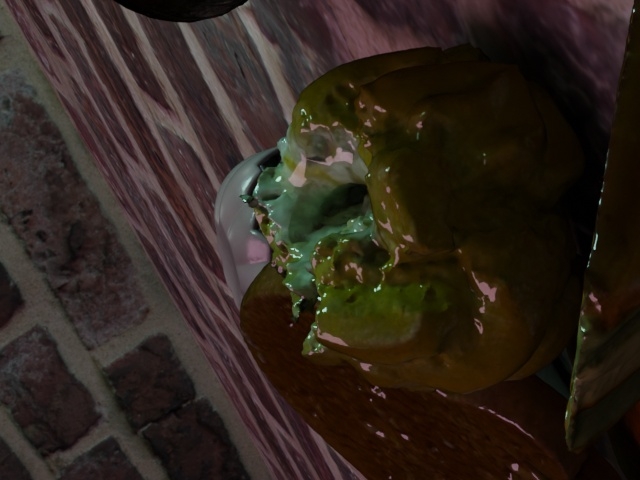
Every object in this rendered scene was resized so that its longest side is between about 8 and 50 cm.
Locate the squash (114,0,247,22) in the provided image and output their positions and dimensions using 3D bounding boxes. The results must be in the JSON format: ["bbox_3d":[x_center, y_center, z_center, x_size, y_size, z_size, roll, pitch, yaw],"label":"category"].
[{"bbox_3d":[-0.108,-0.238,0.943,0.193,0.156,0.193,27,143,23],"label":"squash"}]

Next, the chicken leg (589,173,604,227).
[{"bbox_3d":[0.206,0.034,0.677,0.205,0.053,0.093,46,150,25],"label":"chicken leg"}]

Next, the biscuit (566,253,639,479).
[{"bbox_3d":[0.229,0.135,0.831,0.306,0.043,0.284,59,174,6],"label":"biscuit"}]

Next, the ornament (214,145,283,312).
[{"bbox_3d":[0.000,-0.001,1.137,0.177,0.177,0.177,53,167,17],"label":"ornament"}]

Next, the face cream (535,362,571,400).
[{"bbox_3d":[0.087,0.029,1.030,0.269,0.082,0.082,57,168,-5],"label":"face cream"}]

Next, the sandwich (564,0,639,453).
[{"bbox_3d":[0.115,-0.041,0.522,0.144,0.187,0.117,43,163,26],"label":"sandwich"}]

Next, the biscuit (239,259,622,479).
[{"bbox_3d":[0.100,0.136,0.950,0.367,0.063,0.314,42,157,2],"label":"biscuit"}]

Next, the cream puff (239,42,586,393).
[{"bbox_3d":[0.069,-0.022,0.782,0.194,0.195,0.221,66,176,-38],"label":"cream puff"}]
